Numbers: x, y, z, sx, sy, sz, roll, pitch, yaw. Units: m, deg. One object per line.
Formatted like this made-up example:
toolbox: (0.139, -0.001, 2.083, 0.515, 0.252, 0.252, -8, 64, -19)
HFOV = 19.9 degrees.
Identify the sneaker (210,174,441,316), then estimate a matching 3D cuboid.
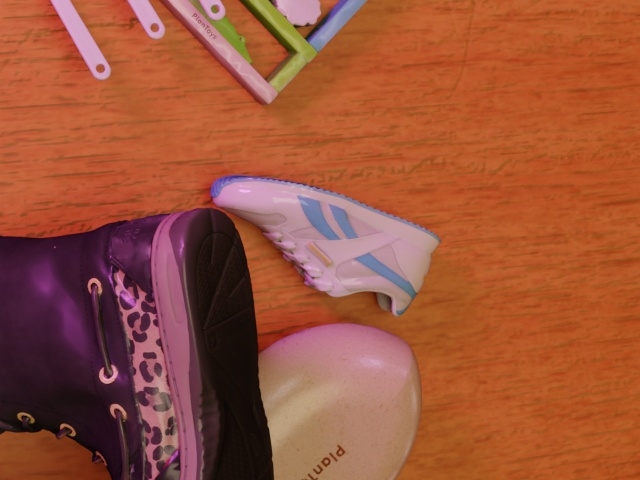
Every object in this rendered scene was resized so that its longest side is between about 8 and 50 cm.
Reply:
sneaker: (0.000, 0.000, 1.707, 0.228, 0.087, 0.092, 20, 89, -18)

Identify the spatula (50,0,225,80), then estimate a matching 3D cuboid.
spatula: (-0.203, -0.272, 1.627, 0.168, 0.019, 0.242, -31, 94, -16)

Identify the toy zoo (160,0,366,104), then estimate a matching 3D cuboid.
toy zoo: (-0.019, -0.296, 1.706, 0.192, 0.030, 0.293, 45, 79, -17)

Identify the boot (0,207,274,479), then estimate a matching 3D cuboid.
boot: (-0.195, 0.158, 1.547, 0.138, 0.284, 0.377, -24, 113, -62)

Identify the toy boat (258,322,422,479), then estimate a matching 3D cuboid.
toy boat: (-0.056, 0.133, 1.681, 0.267, 0.148, 0.318, -38, 113, -8)
